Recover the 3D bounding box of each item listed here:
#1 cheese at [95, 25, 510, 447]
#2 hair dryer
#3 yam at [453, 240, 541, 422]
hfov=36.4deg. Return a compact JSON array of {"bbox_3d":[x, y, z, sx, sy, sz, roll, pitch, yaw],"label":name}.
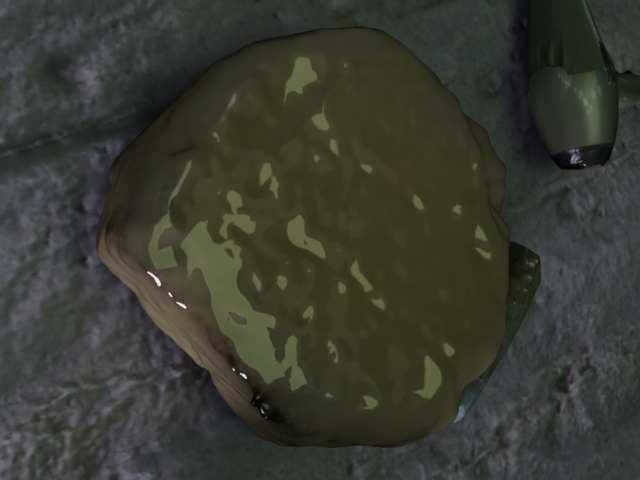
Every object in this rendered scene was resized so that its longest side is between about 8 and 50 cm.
[{"bbox_3d":[0.000,0.000,0.715,0.326,0.115,0.318,-3,87,-29],"label":"cheese"},{"bbox_3d":[0.258,-0.195,0.930,0.225,0.088,0.219,-31,104,-43],"label":"hair dryer"},{"bbox_3d":[0.136,0.078,0.848,0.068,0.068,0.169,48,68,-24],"label":"yam"}]
